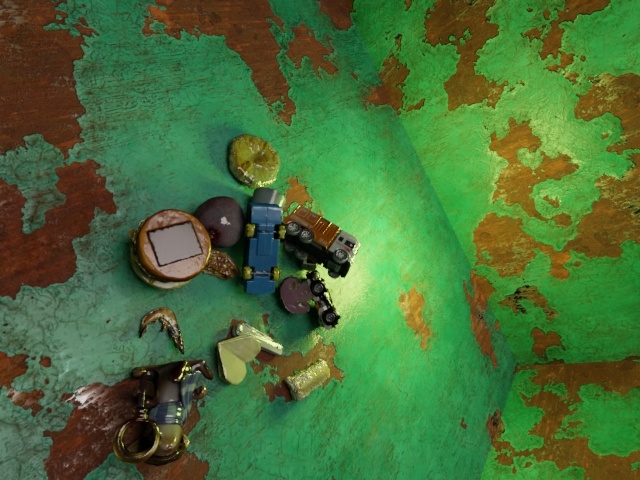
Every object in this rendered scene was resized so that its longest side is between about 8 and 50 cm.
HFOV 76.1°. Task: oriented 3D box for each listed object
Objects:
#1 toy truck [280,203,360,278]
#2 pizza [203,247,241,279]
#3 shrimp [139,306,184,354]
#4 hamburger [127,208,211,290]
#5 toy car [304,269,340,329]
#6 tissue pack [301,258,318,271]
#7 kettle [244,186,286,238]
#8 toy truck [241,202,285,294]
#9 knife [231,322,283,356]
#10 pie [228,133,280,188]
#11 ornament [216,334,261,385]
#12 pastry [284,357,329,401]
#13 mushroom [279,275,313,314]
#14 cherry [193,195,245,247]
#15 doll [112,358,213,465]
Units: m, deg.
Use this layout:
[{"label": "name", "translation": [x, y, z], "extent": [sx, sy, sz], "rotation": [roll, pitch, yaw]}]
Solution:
[{"label": "toy truck", "translation": [0.000, 0.000, 1.957], "extent": [0.387, 0.173, 0.207], "rotation": [30, 54, 9]}, {"label": "pizza", "translation": [-0.435, 0.093, 1.714], "extent": [0.246, 0.058, 0.127], "rotation": [38, 52, -26]}, {"label": "shrimp", "translation": [-0.578, 0.344, 1.488], "extent": [0.147, 0.035, 0.195], "rotation": [-17, 80, -49]}, {"label": "hamburger", "translation": [-0.552, 0.041, 1.491], "extent": [0.290, 0.225, 0.291], "rotation": [11, 70, -34]}, {"label": "toy car", "translation": [0.002, 0.287, 2.015], "extent": [0.193, 0.117, 0.301], "rotation": [-70, 136, -87]}, {"label": "tissue pack", "translation": [-0.047, 0.061, 2.072], "extent": [0.090, 0.103, 0.170], "rotation": [11, 64, -3]}, {"label": "kettle", "translation": [-0.259, -0.092, 1.922], "extent": [0.211, 0.159, 0.243], "rotation": [55, 44, -57]}, {"label": "toy truck", "translation": [-0.249, 0.032, 1.734], "extent": [0.161, 0.162, 0.385], "rotation": [1, 105, -19]}, {"label": "knife", "translation": [-0.267, 0.428, 1.767], "extent": [0.265, 0.040, 0.073], "rotation": [36, 51, -30]}, {"label": "pie", "translation": [-0.325, -0.388, 1.999], "extent": [0.306, 0.071, 0.307], "rotation": [19, 59, -36]}, {"label": "ornament", "translation": [-0.346, 0.457, 1.637], "extent": [0.180, 0.059, 0.201], "rotation": [45, 59, -24]}, {"label": "pastry", "translation": [-0.045, 0.637, 1.882], "extent": [0.258, 0.089, 0.122], "rotation": [-15, 98, -44]}, {"label": "mushroom", "translation": [-0.124, 0.251, 1.917], "extent": [0.141, 0.117, 0.188], "rotation": [-26, 104, -20]}, {"label": "cherry", "translation": [-0.418, -0.075, 1.702], "extent": [0.213, 0.183, 0.266], "rotation": [50, 52, -22]}, {"label": "doll", "translation": [-0.508, 0.559, 1.354], "extent": [0.317, 0.209, 0.340], "rotation": [20, 64, -35]}]
